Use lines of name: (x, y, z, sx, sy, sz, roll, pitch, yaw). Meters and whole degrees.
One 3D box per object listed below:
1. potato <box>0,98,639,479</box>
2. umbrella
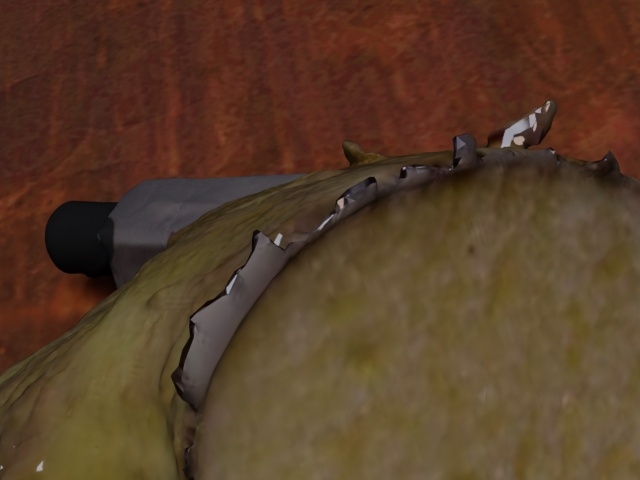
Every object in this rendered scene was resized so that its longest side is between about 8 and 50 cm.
potato: (-0.016, 0.095, 0.705, 0.288, 0.301, 0.237, -4, 7, -34)
umbrella: (0.000, 0.000, 0.955, 0.337, 0.067, 0.073, 0, 28, 29)
